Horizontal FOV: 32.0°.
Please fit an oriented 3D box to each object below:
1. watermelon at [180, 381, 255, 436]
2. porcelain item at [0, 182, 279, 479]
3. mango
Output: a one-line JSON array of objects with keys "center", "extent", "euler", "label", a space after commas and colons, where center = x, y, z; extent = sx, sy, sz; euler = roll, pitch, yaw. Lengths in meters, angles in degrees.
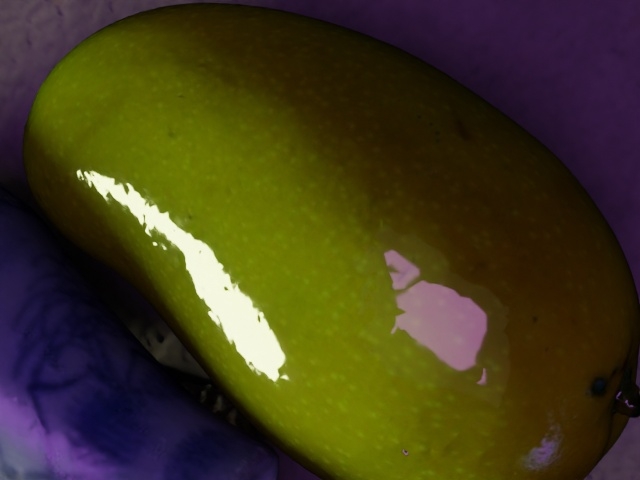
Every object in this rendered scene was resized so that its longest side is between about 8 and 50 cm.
[{"center": [-0.084, 0.156, 0.546], "extent": [0.094, 0.081, 0.180], "euler": [5, 66, 31], "label": "watermelon"}, {"center": [-0.144, 0.059, 0.504], "extent": [0.259, 0.141, 0.141], "euler": [33, 107, 15], "label": "porcelain item"}, {"center": [0.000, 0.000, 0.473], "extent": [0.293, 0.143, 0.175], "euler": [32, 114, 15], "label": "mango"}]
